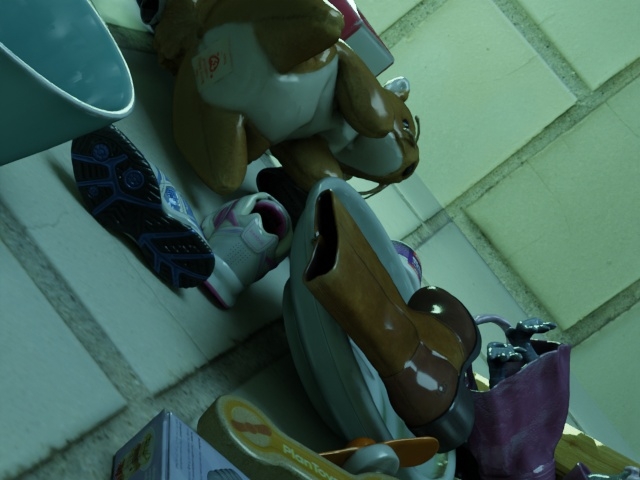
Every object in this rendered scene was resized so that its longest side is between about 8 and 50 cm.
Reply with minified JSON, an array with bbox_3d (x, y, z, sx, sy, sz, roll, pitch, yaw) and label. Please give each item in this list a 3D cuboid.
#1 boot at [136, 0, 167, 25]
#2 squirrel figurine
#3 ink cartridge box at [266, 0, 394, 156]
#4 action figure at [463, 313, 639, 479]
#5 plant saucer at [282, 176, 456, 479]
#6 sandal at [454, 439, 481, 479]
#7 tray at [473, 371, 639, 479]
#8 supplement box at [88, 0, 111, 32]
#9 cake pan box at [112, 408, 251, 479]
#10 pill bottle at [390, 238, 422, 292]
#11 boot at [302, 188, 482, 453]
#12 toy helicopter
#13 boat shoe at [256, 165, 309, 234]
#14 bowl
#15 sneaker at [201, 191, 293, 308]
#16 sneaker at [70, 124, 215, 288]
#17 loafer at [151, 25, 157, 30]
[{"bbox_3d":[-0.237,-0.359,1.863,0.095,0.123,0.258,24,-45,29],"label":"boot"},{"bbox_3d":[-0.035,-0.219,1.698,0.370,0.281,0.397,13,20,-47],"label":"squirrel figurine"},{"bbox_3d":[-0.094,-0.386,2.067,0.384,0.279,0.160,59,14,29],"label":"ink cartridge box"},{"bbox_3d":[0.245,0.304,1.563,0.276,0.248,0.370,14,-67,61],"label":"action figure"},{"bbox_3d":[0.044,0.125,1.433,0.400,0.101,0.400,58,19,-33],"label":"plant saucer"},{"bbox_3d":[0.206,0.302,1.669,0.254,0.097,0.054,51,39,1],"label":"sandal"},{"bbox_3d":[0.383,0.346,1.841,0.203,0.076,0.411,43,-10,-31],"label":"tray"},{"bbox_3d":[-0.324,-0.288,1.504,0.083,0.056,0.083,58,14,25],"label":"supplement box"},{"bbox_3d":[-0.050,0.284,0.867,0.246,0.070,0.267,43,15,-25],"label":"cake pan box"},{"bbox_3d":[0.112,0.058,1.951,0.108,0.108,0.193,50,13,-7],"label":"pill bottle"},{"bbox_3d":[0.066,0.060,1.313,0.280,0.096,0.264,52,29,-25],"label":"boot"},{"bbox_3d":[0.031,0.241,1.132,0.355,0.140,0.235,37,21,-23],"label":"toy helicopter"},{"bbox_3d":[0.000,0.000,1.761,0.285,0.103,0.092,51,17,16],"label":"boat shoe"},{"bbox_3d":[-0.318,-0.175,0.980,0.311,0.163,0.311,48,14,-16],"label":"bowl"},{"bbox_3d":[-0.080,-0.005,1.451,0.103,0.111,0.252,49,13,-12],"label":"sneaker"},{"bbox_3d":[-0.193,-0.041,1.266,0.211,0.080,0.081,57,3,-24],"label":"sneaker"},{"bbox_3d":[-0.266,-0.406,2.021,0.062,0.061,0.170,36,20,-48],"label":"loafer"}]
